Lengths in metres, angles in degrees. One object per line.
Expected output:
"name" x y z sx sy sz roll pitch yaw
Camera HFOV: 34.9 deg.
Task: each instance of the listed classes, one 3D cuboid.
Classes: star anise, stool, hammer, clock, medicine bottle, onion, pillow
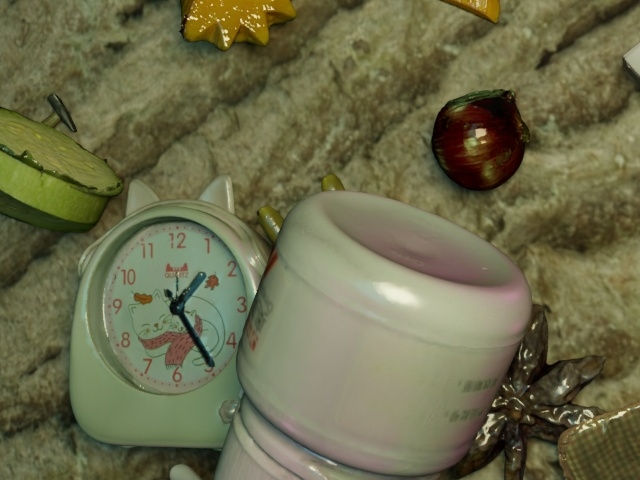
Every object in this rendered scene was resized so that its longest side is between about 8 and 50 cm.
"star anise" 0.205 0.163 1.106 0.212 0.073 0.197 -34 78 11
"stool" 0.000 0.000 1.167 0.134 0.135 0.110 -35 77 48
"hammer" -0.410 -0.110 1.368 0.199 0.013 0.062 -40 75 12
"clock" -0.162 0.084 1.220 0.265 0.108 0.324 -1 85 20
"medicine bottle" 0.039 0.138 1.012 0.256 0.256 0.324 28 111 19
"onion" 0.177 -0.109 1.116 0.119 0.117 0.118 11 111 32
"pillow" 0.355 0.213 1.050 0.211 0.034 0.135 -28 108 11

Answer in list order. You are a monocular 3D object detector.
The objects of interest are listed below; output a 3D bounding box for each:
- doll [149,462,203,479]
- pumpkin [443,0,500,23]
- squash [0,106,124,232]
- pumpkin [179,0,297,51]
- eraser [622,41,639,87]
"doll" -0.127 0.328 1.192 0.293 0.119 0.138 -10 66 23
"pumpkin" 0.170 -0.303 1.174 0.101 0.035 0.073 24 96 17
"squash" -0.360 -0.072 1.239 0.220 0.220 0.133 29 93 19
"pumpkin" -0.095 -0.338 1.249 0.130 0.149 0.254 17 86 -23
"eraser" 0.437 -0.208 1.058 0.210 0.068 0.124 -39 72 12
